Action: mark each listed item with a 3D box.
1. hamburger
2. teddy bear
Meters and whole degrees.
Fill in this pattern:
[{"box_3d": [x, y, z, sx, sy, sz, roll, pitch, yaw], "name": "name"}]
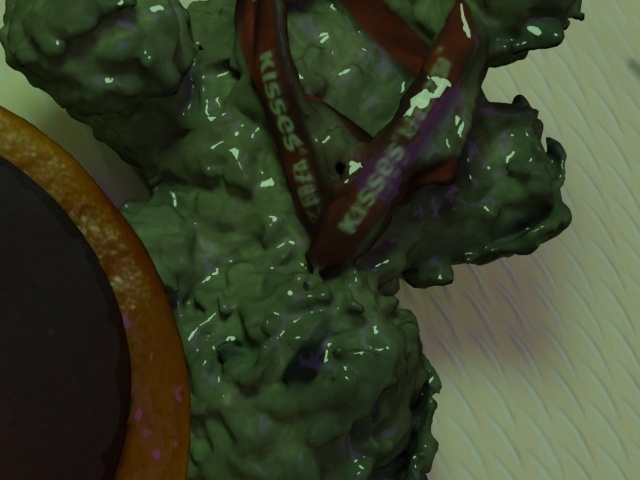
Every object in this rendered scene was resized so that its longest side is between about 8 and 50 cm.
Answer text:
[{"box_3d": [-0.242, 0.091, 0.787, 0.330, 0.250, 0.329, 10, 71, -30], "name": "hamburger"}, {"box_3d": [0.000, 0.000, 0.987, 0.357, 0.224, 0.367, -8, 79, -17], "name": "teddy bear"}]
